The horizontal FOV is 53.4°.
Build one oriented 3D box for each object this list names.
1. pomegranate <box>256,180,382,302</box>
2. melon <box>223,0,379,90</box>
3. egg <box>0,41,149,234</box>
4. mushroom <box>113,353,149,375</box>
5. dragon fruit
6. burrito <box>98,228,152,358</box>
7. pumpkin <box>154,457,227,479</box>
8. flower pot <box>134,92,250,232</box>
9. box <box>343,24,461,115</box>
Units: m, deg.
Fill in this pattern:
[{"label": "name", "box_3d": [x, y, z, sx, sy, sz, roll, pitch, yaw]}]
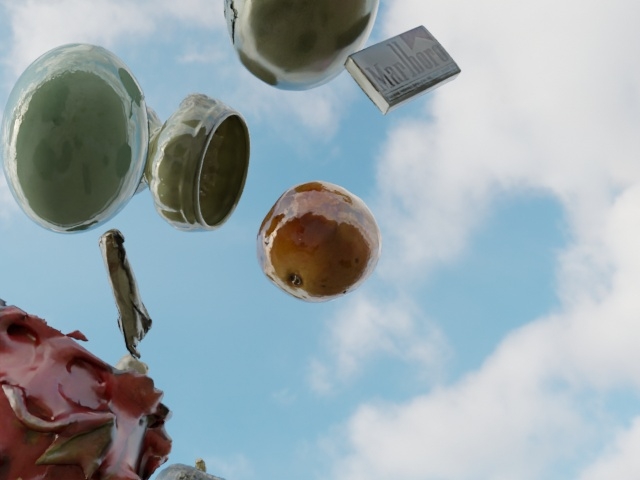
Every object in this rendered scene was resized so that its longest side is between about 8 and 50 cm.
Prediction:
[{"label": "pomegranate", "box_3d": [-0.002, 0.004, 0.968, 0.191, 0.191, 0.191, -5, -58, -9]}, {"label": "melon", "box_3d": [-0.040, -0.407, 1.121, 0.268, 0.268, 0.330, 11, -24, -18]}, {"label": "egg", "box_3d": [-0.354, -0.144, 0.928, 0.203, 0.203, 0.283, 13, -75, -19]}, {"label": "mushroom", "box_3d": [-0.427, 0.345, 1.300, 0.209, 0.206, 0.206, -50, -60, -5]}, {"label": "dragon fruit", "box_3d": [-0.143, 0.112, 0.304, 0.150, 0.208, 0.133, -34, -48, 12]}, {"label": "burrito", "box_3d": [-0.247, 0.066, 0.808, 0.042, 0.051, 0.171, -14, -72, -9]}, {"label": "pumpkin", "box_3d": [-0.339, 0.662, 1.691, 0.219, 0.162, 0.219, 12, -27, 6]}, {"label": "flower pot", "box_3d": [-0.318, -0.182, 1.423, 0.244, 0.307, 0.307, 14, -59, 12]}, {"label": "box", "box_3d": [0.139, -0.290, 1.075, 0.177, 0.115, 0.036, -30, -13, -28]}]
